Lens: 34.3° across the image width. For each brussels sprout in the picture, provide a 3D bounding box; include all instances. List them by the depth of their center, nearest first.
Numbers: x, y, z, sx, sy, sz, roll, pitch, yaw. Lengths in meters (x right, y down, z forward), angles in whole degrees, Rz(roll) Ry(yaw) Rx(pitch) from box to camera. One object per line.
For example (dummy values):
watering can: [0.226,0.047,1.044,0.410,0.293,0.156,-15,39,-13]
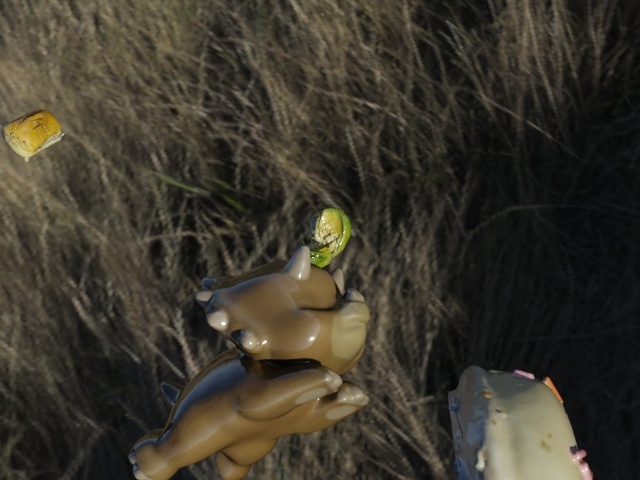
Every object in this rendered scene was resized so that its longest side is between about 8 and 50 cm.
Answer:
brussels sprout: [0.000,0.001,1.088,0.046,0.051,0.083,8,41,32]

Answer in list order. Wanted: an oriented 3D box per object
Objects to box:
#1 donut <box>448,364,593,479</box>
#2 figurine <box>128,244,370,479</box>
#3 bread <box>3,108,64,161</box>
donut: [0.234,0.327,1.180,0.142,0.382,0.383,-7,71,6]
figurine: [-0.067,0.114,1.035,0.247,0.177,0.173,-40,56,32]
bread: [-0.511,-0.193,1.843,0.072,0.106,0.053,48,126,-2]
